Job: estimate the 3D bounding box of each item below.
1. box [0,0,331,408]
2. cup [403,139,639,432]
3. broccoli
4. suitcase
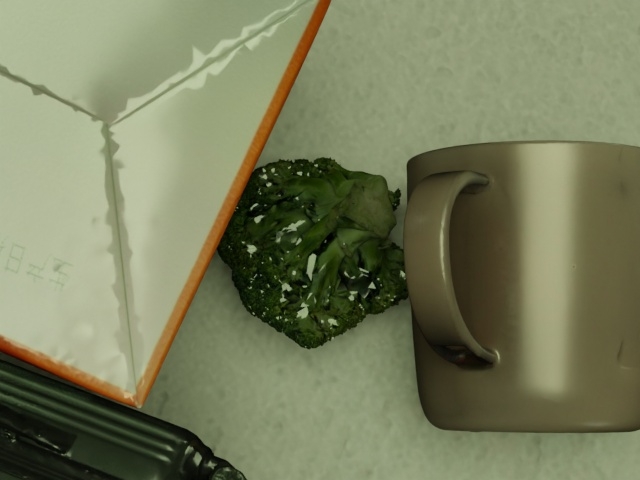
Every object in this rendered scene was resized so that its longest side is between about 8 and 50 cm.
[{"bbox_3d":[-0.225,-0.104,1.022,0.349,0.257,0.318,25,85,-12],"label":"box"},{"bbox_3d":[0.141,0.037,1.062,0.191,0.253,0.200,-4,82,35],"label":"cup"},{"bbox_3d":[0.000,0.000,1.120,0.162,0.138,0.145,-30,88,-45],"label":"broccoli"},{"bbox_3d":[-0.196,0.174,1.011,0.312,0.202,0.128,20,66,14],"label":"suitcase"}]
